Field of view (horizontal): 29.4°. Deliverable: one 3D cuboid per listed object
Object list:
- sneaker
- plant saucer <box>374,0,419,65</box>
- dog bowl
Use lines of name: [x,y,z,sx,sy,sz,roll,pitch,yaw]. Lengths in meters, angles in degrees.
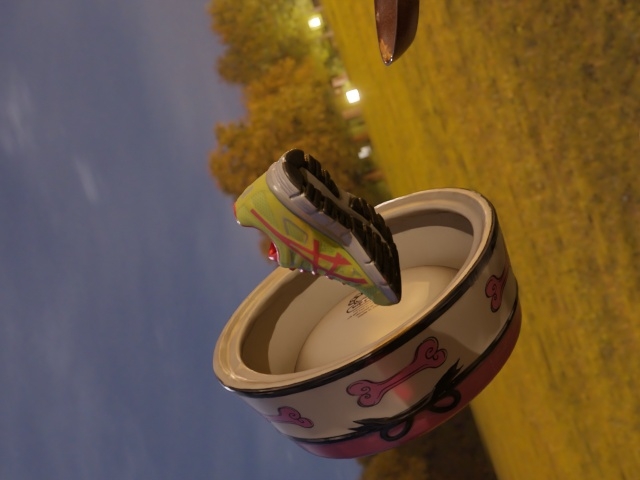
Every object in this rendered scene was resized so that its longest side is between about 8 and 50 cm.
sneaker: [0.000,0.000,1.145,0.208,0.094,0.081,44,-151,-33]
plant saucer: [0.097,-0.322,1.544,0.198,0.036,0.198,176,90,-85]
dog bowl: [0.073,0.110,1.548,0.150,0.408,0.408,57,-171,-20]
